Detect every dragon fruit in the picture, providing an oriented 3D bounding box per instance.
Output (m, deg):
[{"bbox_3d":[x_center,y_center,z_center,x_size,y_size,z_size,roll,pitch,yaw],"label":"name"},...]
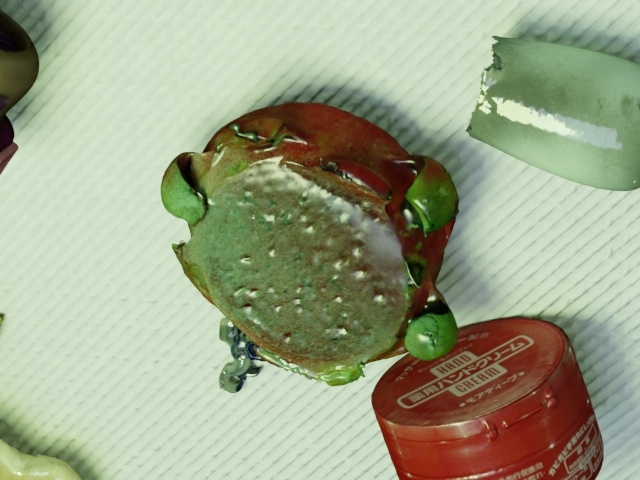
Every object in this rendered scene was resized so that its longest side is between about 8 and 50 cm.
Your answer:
[{"bbox_3d":[0.000,0.000,1.769,0.295,0.130,0.268,38,119,-4],"label":"dragon fruit"}]

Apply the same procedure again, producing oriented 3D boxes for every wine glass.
[{"bbox_3d":[0.228,-0.101,1.656,0.204,0.111,0.111,19,121,6],"label":"wine glass"}]

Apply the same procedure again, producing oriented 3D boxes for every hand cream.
[{"bbox_3d":[0.151,0.165,1.777,0.193,0.193,0.125,-11,111,23],"label":"hand cream"}]

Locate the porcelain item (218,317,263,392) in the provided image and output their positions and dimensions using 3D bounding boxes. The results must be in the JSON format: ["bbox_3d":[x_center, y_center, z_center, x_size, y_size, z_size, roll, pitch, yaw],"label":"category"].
[{"bbox_3d":[-0.060,0.090,1.903,0.075,0.021,0.136,7,119,10],"label":"porcelain item"}]

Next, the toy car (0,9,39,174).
[{"bbox_3d":[-0.380,-0.213,1.735,0.341,0.271,0.240,36,101,-6],"label":"toy car"}]

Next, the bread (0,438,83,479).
[{"bbox_3d":[-0.352,0.302,2.061,0.316,0.054,0.316,6,131,7],"label":"bread"}]

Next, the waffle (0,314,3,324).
[{"bbox_3d":[-0.426,0.133,2.023,0.160,0.055,0.211,26,124,3],"label":"waffle"}]
